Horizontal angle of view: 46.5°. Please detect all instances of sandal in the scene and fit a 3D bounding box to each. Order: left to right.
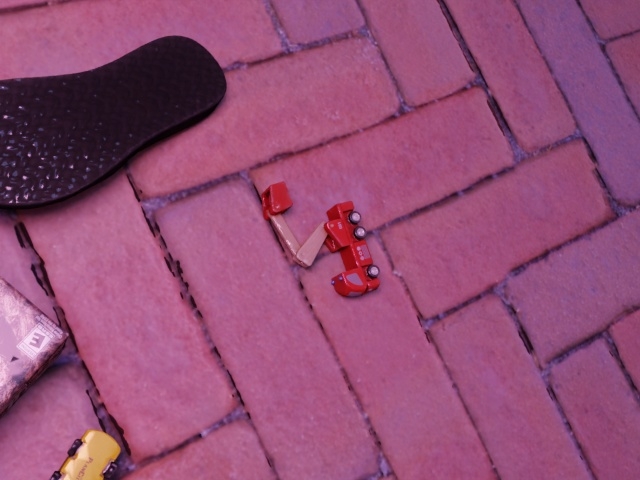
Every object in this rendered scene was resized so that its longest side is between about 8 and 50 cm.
[{"bbox_3d":[-0.314,-0.148,1.008,0.445,0.107,0.168,-31,87,-40],"label":"sandal"}]

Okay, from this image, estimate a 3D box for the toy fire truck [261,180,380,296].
[{"bbox_3d":[0.000,0.000,1.113,0.135,0.047,0.192,-15,81,-25],"label":"toy fire truck"}]

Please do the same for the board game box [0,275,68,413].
[{"bbox_3d":[-0.469,0.148,0.819,0.232,0.141,0.291,41,63,-7],"label":"board game box"}]

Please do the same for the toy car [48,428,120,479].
[{"bbox_3d":[-0.320,0.365,0.867,0.239,0.053,0.225,-22,84,-26],"label":"toy car"}]
